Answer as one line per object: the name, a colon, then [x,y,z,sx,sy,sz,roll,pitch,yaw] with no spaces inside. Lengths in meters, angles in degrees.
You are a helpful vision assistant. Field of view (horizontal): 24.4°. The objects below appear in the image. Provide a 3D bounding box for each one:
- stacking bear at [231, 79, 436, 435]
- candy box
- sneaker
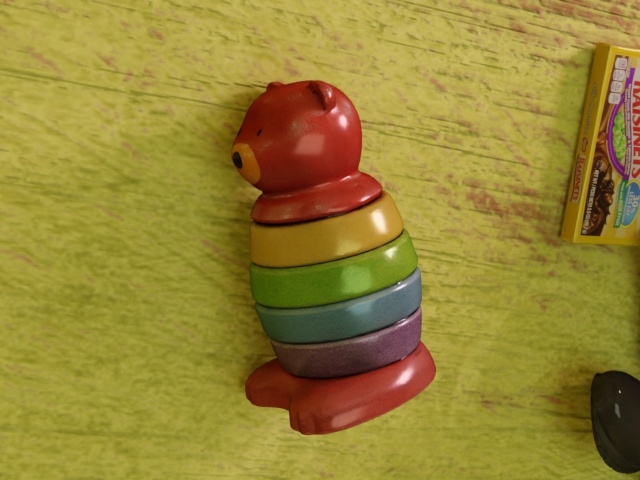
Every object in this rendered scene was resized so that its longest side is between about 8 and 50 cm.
stacking bear: [0.000,0.000,1.316,0.164,0.175,0.289,-17,104,-21]
candy box: [0.312,-0.097,1.524,0.105,0.027,0.206,2,103,-32]
sneaker: [0.393,0.210,1.580,0.286,0.130,0.109,34,48,-36]
